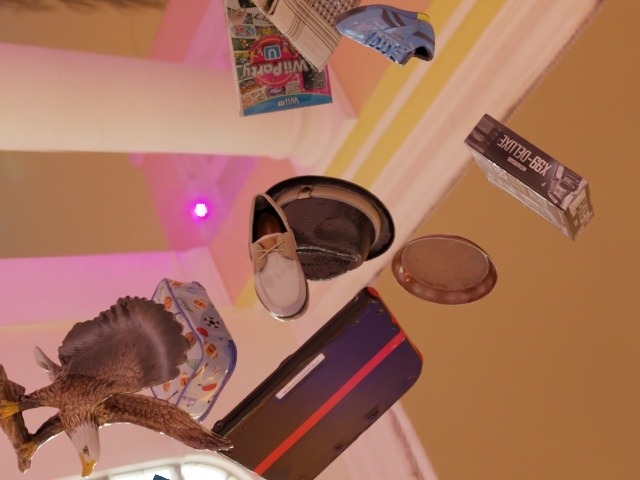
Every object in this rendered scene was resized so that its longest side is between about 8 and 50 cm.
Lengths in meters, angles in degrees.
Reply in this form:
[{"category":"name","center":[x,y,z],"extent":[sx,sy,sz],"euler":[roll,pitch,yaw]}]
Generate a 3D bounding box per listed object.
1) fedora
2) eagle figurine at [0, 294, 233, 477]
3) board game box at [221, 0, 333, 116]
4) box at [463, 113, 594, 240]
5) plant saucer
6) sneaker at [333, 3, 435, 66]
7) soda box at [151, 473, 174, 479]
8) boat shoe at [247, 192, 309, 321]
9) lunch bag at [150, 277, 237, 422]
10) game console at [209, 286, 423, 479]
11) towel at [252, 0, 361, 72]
[{"category":"fedora","center":[0.000,0.000,1.878],"extent":[0.334,0.334,0.152],"euler":[-42,-157,47]},{"category":"eagle figurine","center":[-0.286,0.213,1.087],"extent":[0.226,0.298,0.225],"euler":[74,-2,-76]},{"category":"board game box","center":[-0.104,-0.459,1.923],"extent":[0.097,0.224,0.303],"euler":[-145,-135,-74]},{"category":"box","center":[0.435,-0.123,1.662],"extent":[0.242,0.307,0.076],"euler":[39,-85,22]},{"category":"plant saucer","center":[0.196,0.042,1.280],"extent":[0.168,0.168,0.029],"euler":[-44,-157,47]},{"category":"sneaker","center":[0.115,-0.337,1.347],"extent":[0.069,0.209,0.082],"euler":[-20,-103,49]},{"category":"soda box","center":[-0.201,0.475,1.372],"extent":[0.071,0.210,0.067],"euler":[-81,-166,-72]},{"category":"boat shoe","center":[-0.101,0.029,1.682],"extent":[0.103,0.113,0.302],"euler":[72,-2,-49]},{"category":"lunch bag","center":[-0.309,0.241,1.791],"extent":[0.243,0.115,0.303],"euler":[-61,-140,23]},{"category":"game console","center":[0.006,0.283,1.477],"extent":[0.386,0.342,0.060],"euler":[-43,-130,-5]},{"category":"towel","center":[0.005,-0.555,1.713],"extent":[0.056,0.324,0.312],"euler":[28,-93,31]}]
